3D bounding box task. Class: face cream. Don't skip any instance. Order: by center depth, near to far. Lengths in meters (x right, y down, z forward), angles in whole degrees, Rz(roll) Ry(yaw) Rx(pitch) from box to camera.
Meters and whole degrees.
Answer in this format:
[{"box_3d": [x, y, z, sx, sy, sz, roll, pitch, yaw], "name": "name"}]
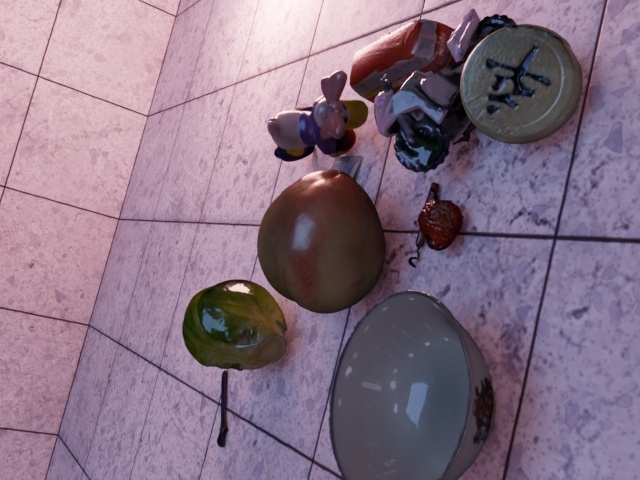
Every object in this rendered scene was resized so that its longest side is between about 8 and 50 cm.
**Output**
[{"box_3d": [0.024, -0.098, 1.637, 0.114, 0.070, 0.224, 11, 72, 59], "name": "face cream"}]

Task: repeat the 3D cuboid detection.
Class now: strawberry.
[{"box_3d": [0.215, -0.029, 1.256, 0.083, 0.083, 0.096, 5, 79, 59], "name": "strawberry"}]

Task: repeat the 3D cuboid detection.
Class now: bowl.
[{"box_3d": [0.168, 0.257, 1.108, 0.337, 0.158, 0.337, -35, 45, 46], "name": "bowl"}]

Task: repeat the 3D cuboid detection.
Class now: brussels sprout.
[{"box_3d": [-0.194, 0.209, 1.678, 0.271, 0.220, 0.210, 27, 116, 40], "name": "brussels sprout"}]

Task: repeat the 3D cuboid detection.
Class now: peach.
[{"box_3d": [0.001, 0.000, 1.420, 0.292, 0.248, 0.292, 177, 90, -72], "name": "peach"}]

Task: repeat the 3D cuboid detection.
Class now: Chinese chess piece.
[{"box_3d": [0.318, -0.249, 1.119, 0.189, 0.083, 0.188, 1, 94, 24], "name": "Chinese chess piece"}]

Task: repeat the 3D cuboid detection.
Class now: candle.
[{"box_3d": [0.199, -0.030, 1.339, 0.026, 0.021, 0.167, 10, 83, 60], "name": "candle"}]

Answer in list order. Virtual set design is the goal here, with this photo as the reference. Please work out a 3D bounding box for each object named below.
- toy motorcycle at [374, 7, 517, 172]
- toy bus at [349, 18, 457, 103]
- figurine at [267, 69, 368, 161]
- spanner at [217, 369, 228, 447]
[{"box_3d": [0.217, -0.287, 1.291, 0.188, 0.143, 0.327, 34, 91, 34], "name": "toy motorcycle"}, {"box_3d": [0.173, -0.372, 1.459, 0.265, 0.120, 0.121, -9, 66, 56], "name": "toy bus"}, {"box_3d": [-0.014, -0.274, 1.620, 0.421, 0.193, 0.154, -3, 87, 60], "name": "figurine"}, {"box_3d": [-0.256, 0.441, 1.845, 0.046, 0.012, 0.208, -40, 43, 44], "name": "spanner"}]
